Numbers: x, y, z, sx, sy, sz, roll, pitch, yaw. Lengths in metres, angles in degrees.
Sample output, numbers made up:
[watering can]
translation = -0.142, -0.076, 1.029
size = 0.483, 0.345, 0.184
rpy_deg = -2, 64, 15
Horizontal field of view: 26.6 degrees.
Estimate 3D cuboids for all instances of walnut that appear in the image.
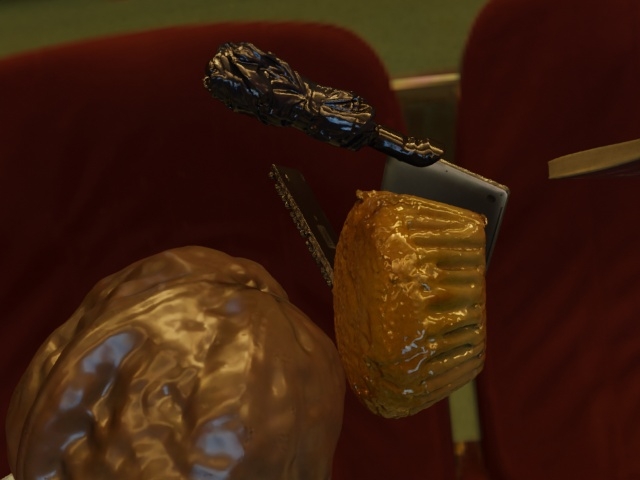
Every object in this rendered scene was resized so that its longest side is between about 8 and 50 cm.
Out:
[walnut]
translation = -0.106, 0.142, 1.003
size = 0.273, 0.273, 0.227
rpy_deg = 6, 1, 23

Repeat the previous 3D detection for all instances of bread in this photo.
[bread]
translation = 0.090, 0.066, 1.396
size = 0.139, 0.240, 0.240
rpy_deg = 1, 28, -15

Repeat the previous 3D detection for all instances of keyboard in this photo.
[keyboard]
translation = 0.000, 0.000, 2.414
size = 0.106, 0.027, 0.317
rpy_deg = 9, 48, -56

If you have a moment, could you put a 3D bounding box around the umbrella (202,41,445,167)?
[umbrella]
translation = 0.005, -0.119, 1.309
size = 0.248, 0.071, 0.071
rpy_deg = 25, 27, -15

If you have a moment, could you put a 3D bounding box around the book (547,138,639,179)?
[book]
translation = 0.579, -0.121, 1.922
size = 0.428, 0.039, 0.300
rpy_deg = -3, -3, -18

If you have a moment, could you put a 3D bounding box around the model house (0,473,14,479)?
[model house]
translation = -0.240, 0.339, 1.588
size = 0.206, 0.178, 0.271
rpy_deg = -32, 75, -9

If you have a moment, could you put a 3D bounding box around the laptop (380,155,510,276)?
[laptop]
translation = 0.166, -0.014, 1.991
size = 0.188, 0.269, 0.015
rpy_deg = 25, 47, 15
